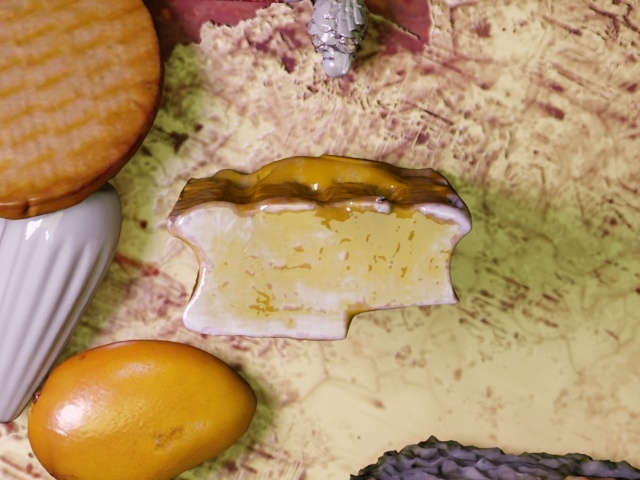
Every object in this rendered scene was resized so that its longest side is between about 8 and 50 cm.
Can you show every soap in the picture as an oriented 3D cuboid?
[{"bbox_3d":[0.000,0.000,1.684,0.259,0.281,0.143,-3,96,2],"label":"soap"}]

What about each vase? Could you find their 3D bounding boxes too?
[{"bbox_3d":[-0.276,0.050,1.776,0.128,0.128,0.248,22,102,0],"label":"vase"}]

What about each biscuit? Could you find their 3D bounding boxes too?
[{"bbox_3d":[-0.300,-0.160,1.728,0.318,0.040,0.318,4,62,-8],"label":"biscuit"}]

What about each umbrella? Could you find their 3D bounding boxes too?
[{"bbox_3d":[0.022,-0.225,1.778,0.062,0.067,0.143,7,87,-28],"label":"umbrella"}]

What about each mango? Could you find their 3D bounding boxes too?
[{"bbox_3d":[-0.169,0.165,1.788,0.219,0.112,0.144,-10,95,-10],"label":"mango"}]

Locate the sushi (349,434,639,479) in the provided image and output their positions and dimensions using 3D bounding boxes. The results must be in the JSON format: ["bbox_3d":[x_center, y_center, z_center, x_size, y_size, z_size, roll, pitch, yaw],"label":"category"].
[{"bbox_3d":[0.195,0.297,1.691,0.352,0.294,0.178,5,98,0],"label":"sushi"}]

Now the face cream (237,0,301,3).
[{"bbox_3d":[-0.096,-0.318,1.705,0.187,0.201,0.201,2,94,2],"label":"face cream"}]
